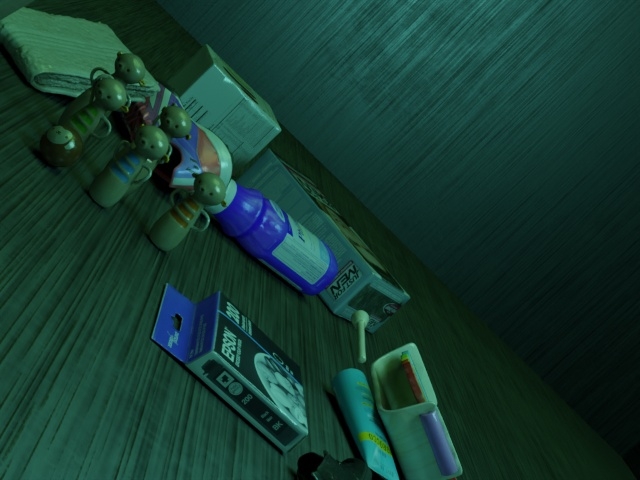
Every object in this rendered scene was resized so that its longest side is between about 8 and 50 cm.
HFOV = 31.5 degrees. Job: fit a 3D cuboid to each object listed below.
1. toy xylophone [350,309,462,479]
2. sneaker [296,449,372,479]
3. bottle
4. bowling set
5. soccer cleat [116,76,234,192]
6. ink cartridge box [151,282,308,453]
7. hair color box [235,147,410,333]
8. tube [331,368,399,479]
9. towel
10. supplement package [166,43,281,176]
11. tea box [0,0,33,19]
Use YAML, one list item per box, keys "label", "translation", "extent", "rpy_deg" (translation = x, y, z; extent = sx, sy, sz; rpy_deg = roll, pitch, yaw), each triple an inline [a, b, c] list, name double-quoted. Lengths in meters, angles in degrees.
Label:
- label: "toy xylophone"
  translation: [0.124, 0.227, 1.663]
  extent: [0.323, 0.081, 0.236]
  rpy_deg: [-102, 170, -71]
- label: "sneaker"
  translation: [0.012, 0.264, 1.272]
  extent: [0.089, 0.051, 0.170]
  rpy_deg: [49, 11, -10]
- label: "bottle"
  translation: [-0.089, -0.013, 1.953]
  extent: [0.283, 0.092, 0.118]
  rpy_deg: [39, 12, -37]
- label: "bowling set"
  translation: [-0.258, -0.131, 1.494]
  extent: [0.287, 0.154, 0.200]
  rpy_deg: [47, 8, 14]
- label: "soccer cleat"
  translation: [-0.273, -0.182, 1.875]
  extent: [0.116, 0.109, 0.318]
  rpy_deg: [-9, 40, -42]
- label: "ink cartridge box"
  translation: [-0.104, 0.135, 1.353]
  extent: [0.208, 0.045, 0.206]
  rpy_deg: [42, 9, -13]
- label: "hair color box"
  translation: [0.000, 0.000, 2.254]
  extent: [0.374, 0.113, 0.185]
  rpy_deg: [51, 10, 30]
- label: "tube"
  translation: [0.063, 0.261, 1.571]
  extent: [0.080, 0.052, 0.207]
  rpy_deg: [37, 17, -31]
- label: "towel"
  translation: [-0.395, -0.294, 1.792]
  extent: [0.187, 0.049, 0.282]
  rpy_deg: [48, 24, 25]
- label: "supplement package"
  translation: [-0.215, -0.281, 2.418]
  extent: [0.203, 0.149, 0.194]
  rpy_deg: [43, 9, -24]
- label: "tea box"
  translation: [-0.512, -0.526, 1.558]
  extent: [0.329, 0.220, 0.324]
  rpy_deg: [34, 41, -51]
